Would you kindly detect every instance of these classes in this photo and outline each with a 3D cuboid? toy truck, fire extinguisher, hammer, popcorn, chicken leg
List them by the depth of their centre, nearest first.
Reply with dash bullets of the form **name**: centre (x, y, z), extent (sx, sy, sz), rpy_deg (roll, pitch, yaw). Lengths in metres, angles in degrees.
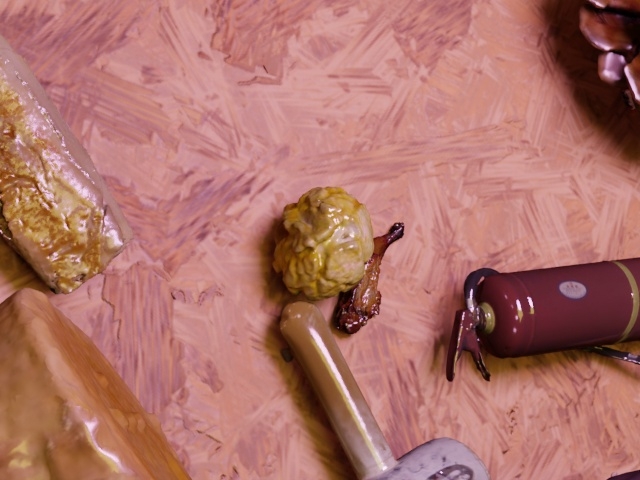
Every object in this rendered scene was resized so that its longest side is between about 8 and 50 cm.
- **hammer**: centre (0.038, 0.200, 1.766), extent (0.202, 0.113, 0.305), rpy_deg (-27, 84, -37)
- **popcorn**: centre (0.000, 0.000, 1.785), extent (0.121, 0.106, 0.116), rpy_deg (-45, 68, -5)
- **chicken leg**: centre (0.053, 0.036, 1.845), extent (0.062, 0.037, 0.145), rpy_deg (36, 64, -39)
- **fire extinguisher**: centre (0.277, 0.088, 1.900), extent (0.341, 0.105, 0.141), rpy_deg (-6, 80, -29)
- **toy truck**: centre (0.372, -0.194, 2.055), extent (0.032, 0.024, 0.083), rpy_deg (-24, 92, -50)

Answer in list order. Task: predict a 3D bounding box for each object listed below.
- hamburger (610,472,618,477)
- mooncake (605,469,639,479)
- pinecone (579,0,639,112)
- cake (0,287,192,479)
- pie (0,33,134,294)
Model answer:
- **hamburger**: centre (0.338, 0.381, 1.847), extent (0.243, 0.138, 0.262), rpy_deg (-6, 80, -27)
- **mooncake**: centre (0.349, 0.405, 1.629), extent (0.350, 0.212, 0.381), rpy_deg (-3, 83, -49)
- **pinecone**: centre (0.492, -0.291, 1.935), extent (0.384, 0.384, 0.384), rpy_deg (6, 76, -25)
- **cake**: centre (-0.288, 0.251, 1.503), extent (0.321, 0.332, 0.332), rpy_deg (-36, 96, -3)
- **pie**: centre (-0.299, -0.082, 1.681), extent (0.128, 0.068, 0.282), rpy_deg (-36, 95, -16)
